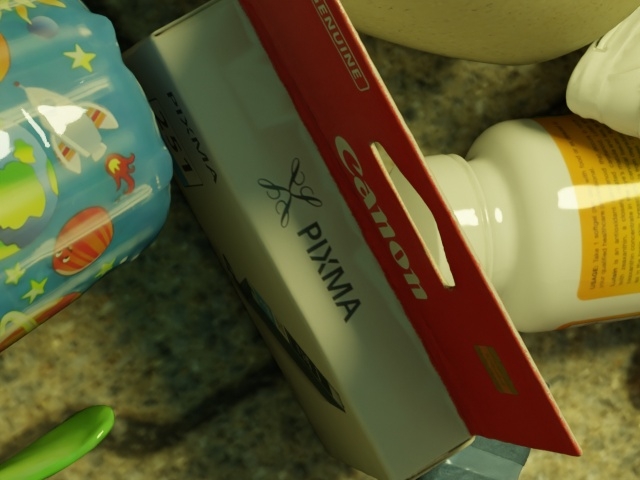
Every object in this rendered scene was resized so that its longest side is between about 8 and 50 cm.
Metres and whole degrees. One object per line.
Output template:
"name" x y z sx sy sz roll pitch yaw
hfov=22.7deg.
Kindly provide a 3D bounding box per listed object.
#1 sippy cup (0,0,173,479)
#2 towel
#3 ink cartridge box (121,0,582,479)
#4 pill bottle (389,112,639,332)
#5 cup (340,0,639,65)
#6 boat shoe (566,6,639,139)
"sippy cup" -0.212 -0.031 0.868 0.224 0.240 0.306 -28 137 -25
"towel" 0.103 0.140 1.054 0.067 0.029 0.119 23 84 -16
"ink cartridge box" 0.000 0.000 0.901 0.066 0.261 0.296 -31 99 -15
"pill bottle" 0.171 -0.015 1.017 0.245 0.136 0.136 -7 92 -17
"cup" 0.088 -0.239 0.925 0.237 0.331 0.331 42 78 -37
"boat shoe" 0.221 -0.147 1.017 0.084 0.258 0.095 14 122 18
